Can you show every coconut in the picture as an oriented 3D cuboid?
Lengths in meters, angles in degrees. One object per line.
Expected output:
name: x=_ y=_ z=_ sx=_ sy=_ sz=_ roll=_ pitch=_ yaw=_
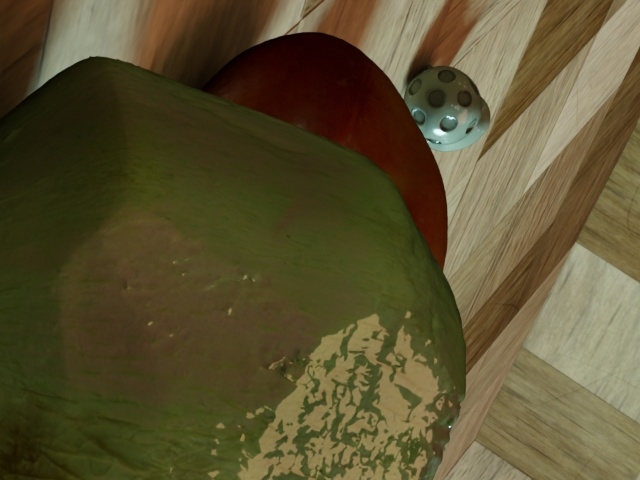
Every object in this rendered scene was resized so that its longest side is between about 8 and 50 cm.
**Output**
coconut: x=-0.100 y=0.066 z=0.969 sx=0.281 sy=0.328 sz=0.328 roll=-99 pitch=-152 yaw=-51

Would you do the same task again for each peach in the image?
peach: x=-0.019 y=-0.019 z=1.256 sx=0.243 sy=0.199 sz=0.243 roll=178 pitch=-90 yaw=-83

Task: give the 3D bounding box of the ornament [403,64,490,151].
ornament: x=0.115 y=-0.124 z=1.787 sx=0.075 sy=0.081 sz=0.156 roll=-21 pitch=173 yaw=9
